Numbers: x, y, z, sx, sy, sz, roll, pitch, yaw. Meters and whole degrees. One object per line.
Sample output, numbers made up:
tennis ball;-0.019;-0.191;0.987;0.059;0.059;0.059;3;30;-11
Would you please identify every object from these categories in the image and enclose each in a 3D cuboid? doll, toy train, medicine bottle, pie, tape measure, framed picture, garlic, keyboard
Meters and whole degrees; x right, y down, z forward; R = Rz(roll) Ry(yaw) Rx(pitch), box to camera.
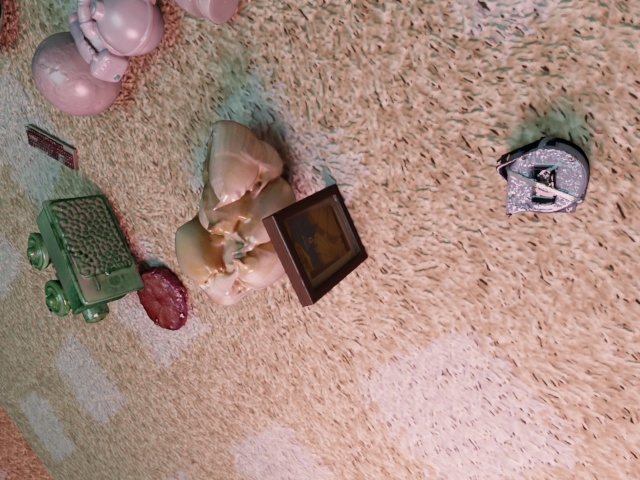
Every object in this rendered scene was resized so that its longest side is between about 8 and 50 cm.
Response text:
doll;-0.364;-0.319;0.790;0.287;0.151;0.151;-22;97;34
toy train;-0.522;0.045;1.026;0.201;0.145;0.266;-32;81;38
medicine bottle;-0.190;-0.377;0.688;0.140;0.079;0.079;37;125;15
pie;-0.343;0.126;1.027;0.154;0.036;0.155;13;117;28
tape measure;0.256;-0.074;0.545;0.094;0.054;0.091;-8;111;37
framed picture;0.000;0.000;0.668;0.023;0.168;0.128;-20;98;36
garlic;-0.117;-0.023;0.725;0.184;0.203;0.281;17;109;-20
keyboard;-0.608;-0.212;1.067;0.165;0.017;0.055;27;122;21

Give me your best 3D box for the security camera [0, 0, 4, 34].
security camera;-0.754;-0.510;0.935;0.191;0.197;0.277;-6;113;44
